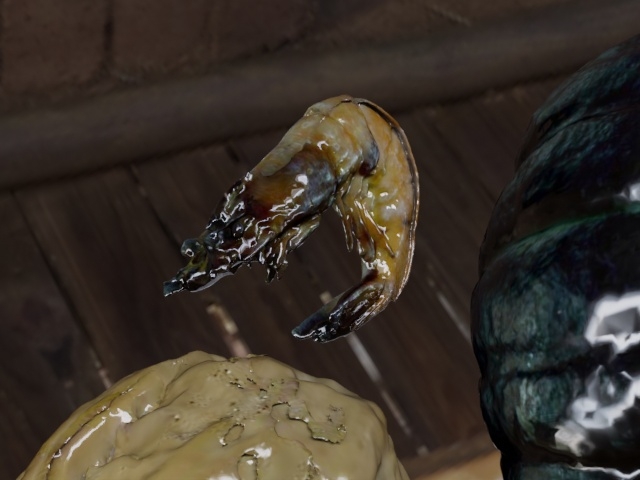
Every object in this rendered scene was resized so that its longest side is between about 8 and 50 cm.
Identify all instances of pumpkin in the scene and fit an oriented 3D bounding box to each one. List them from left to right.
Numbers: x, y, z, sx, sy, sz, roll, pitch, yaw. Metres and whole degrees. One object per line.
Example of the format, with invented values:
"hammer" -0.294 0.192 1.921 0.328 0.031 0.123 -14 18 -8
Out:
"pumpkin" 0.119 0.033 0.387 0.194 0.194 0.150 12 133 -47

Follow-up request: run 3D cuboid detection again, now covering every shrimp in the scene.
"shrimp" -0.006 0.001 1.276 0.075 0.178 0.289 -19 -160 40

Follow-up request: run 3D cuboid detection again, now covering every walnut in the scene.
"walnut" -0.059 0.156 0.687 0.245 0.198 0.198 -53 171 -50
